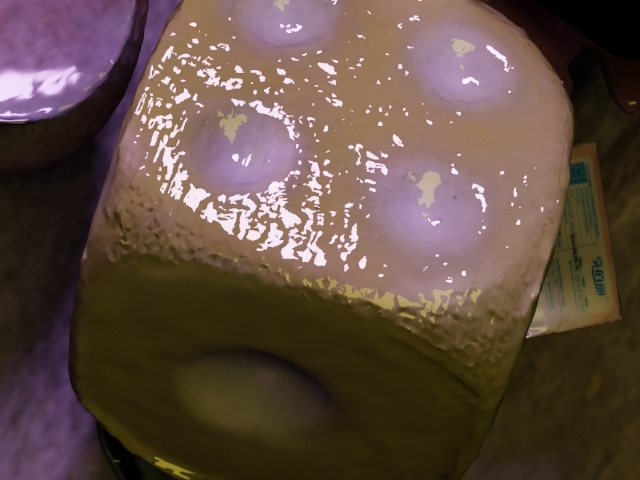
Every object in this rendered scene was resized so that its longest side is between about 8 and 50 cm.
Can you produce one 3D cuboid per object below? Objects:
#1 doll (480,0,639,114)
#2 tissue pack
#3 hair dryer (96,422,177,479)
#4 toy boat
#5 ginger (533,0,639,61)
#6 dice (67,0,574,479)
[{"bbox_3d":[0.072,-0.145,0.719,0.262,0.093,0.211,34,49,-23],"label":"doll"},{"bbox_3d":[0.105,0.000,0.752,0.074,0.058,0.094,-8,91,-28],"label":"tissue pack"},{"bbox_3d":[-0.041,0.128,0.687,0.071,0.047,0.150,-29,105,-25],"label":"hair dryer"},{"bbox_3d":[-0.159,-0.134,0.636,0.155,0.085,0.227,-23,85,-22],"label":"toy boat"},{"bbox_3d":[0.170,-0.278,0.664,0.413,0.211,0.358,54,44,-1],"label":"ginger"},{"bbox_3d":[0.000,0.000,0.611,0.166,0.169,0.169,18,52,-1],"label":"dice"}]
